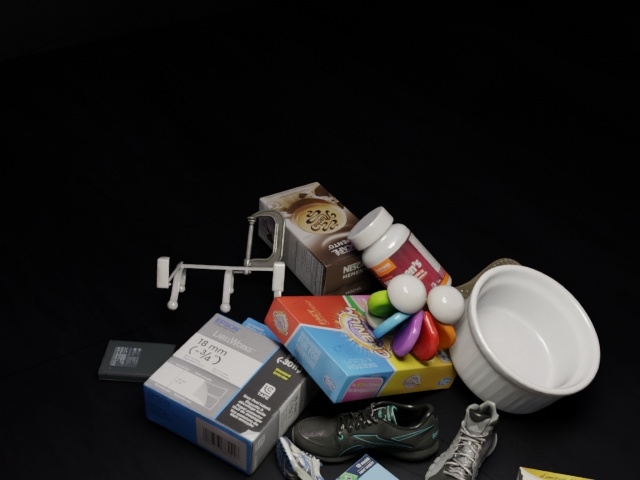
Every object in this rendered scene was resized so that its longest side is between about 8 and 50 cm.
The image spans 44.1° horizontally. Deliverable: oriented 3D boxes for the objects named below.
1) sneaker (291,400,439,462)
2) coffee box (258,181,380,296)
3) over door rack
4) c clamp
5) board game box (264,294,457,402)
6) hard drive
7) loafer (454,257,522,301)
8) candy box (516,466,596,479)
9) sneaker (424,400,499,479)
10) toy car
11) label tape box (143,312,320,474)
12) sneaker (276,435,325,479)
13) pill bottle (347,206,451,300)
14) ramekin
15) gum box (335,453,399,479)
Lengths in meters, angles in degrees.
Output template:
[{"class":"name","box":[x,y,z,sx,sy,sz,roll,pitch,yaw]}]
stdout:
[{"class":"sneaker","box":[0.082,0.330,1.415,0.267,0.106,0.101,-1,39,-4]},{"class":"coffee box","box":[0.000,0.000,1.828,0.168,0.118,0.297,-19,42,-28]},{"class":"over door rack","box":[-0.195,0.094,1.603,0.240,0.108,0.324,2,-4,-3]},{"class":"c clamp","box":[-0.144,0.004,1.784,0.137,0.160,0.022,6,-9,25]},{"class":"board game box","box":[0.085,0.199,1.523,0.317,0.064,0.242,2,30,-42]},{"class":"hard drive","box":[-0.360,0.239,1.563,0.135,0.022,0.094,4,37,1]},{"class":"loafer","box":[0.332,0.143,1.698,0.268,0.092,0.102,-30,43,-14]},{"class":"candy box","box":[0.392,0.487,1.259,0.159,0.071,0.233,8,37,6]},{"class":"sneaker","box":[0.247,0.359,1.365,0.086,0.132,0.228,21,40,22]},{"class":"toy car","box":[0.171,0.155,1.469,0.182,0.159,0.136,16,60,-16]},{"class":"label tape box","box":[-0.136,0.249,1.501,0.241,0.106,0.333,22,41,22]},{"class":"sneaker","box":[-0.030,0.395,1.373,0.058,0.052,0.135,-11,46,-34]},{"class":"pill bottle","box":[0.165,0.043,1.668,0.221,0.121,0.121,47,40,-11]},{"class":"ramekin","box":[0.382,0.198,1.524,0.277,0.135,0.277,13,50,-16]},{"class":"gum box","box":[0.091,0.459,1.296,0.184,0.041,0.157,32,46,33]}]
